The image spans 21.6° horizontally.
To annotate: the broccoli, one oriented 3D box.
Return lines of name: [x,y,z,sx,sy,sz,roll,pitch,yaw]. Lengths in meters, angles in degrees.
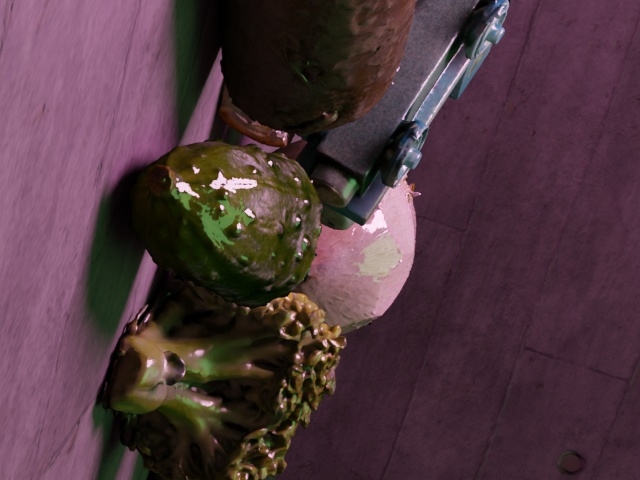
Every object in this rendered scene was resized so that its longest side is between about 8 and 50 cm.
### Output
broccoli: [-0.080,0.123,1.520,0.273,0.180,0.242,-39,148,-82]

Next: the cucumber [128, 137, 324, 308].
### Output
cucumber: [-0.085,-0.023,1.285,0.244,0.134,0.134,28,80,-73]

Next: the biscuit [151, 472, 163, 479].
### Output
biscuit: [-0.197,0.345,1.921,0.099,0.038,0.322,9,100,-83]

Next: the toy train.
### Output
toy train: [0.076,-0.143,1.629,0.298,0.120,0.194,-56,172,-19]

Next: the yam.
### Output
yam: [0.000,-0.215,1.313,0.304,0.168,0.168,103,6,-66]

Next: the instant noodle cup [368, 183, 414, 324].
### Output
instant noodle cup: [0.021,-0.004,2.349,0.213,0.174,0.213,17,90,-86]

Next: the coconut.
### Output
coconut: [0.000,0.000,1.771,0.234,0.224,0.224,-99,-154,-80]

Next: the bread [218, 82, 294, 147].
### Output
bread: [-0.051,-0.135,1.555,0.083,0.070,0.077,-63,170,-56]
